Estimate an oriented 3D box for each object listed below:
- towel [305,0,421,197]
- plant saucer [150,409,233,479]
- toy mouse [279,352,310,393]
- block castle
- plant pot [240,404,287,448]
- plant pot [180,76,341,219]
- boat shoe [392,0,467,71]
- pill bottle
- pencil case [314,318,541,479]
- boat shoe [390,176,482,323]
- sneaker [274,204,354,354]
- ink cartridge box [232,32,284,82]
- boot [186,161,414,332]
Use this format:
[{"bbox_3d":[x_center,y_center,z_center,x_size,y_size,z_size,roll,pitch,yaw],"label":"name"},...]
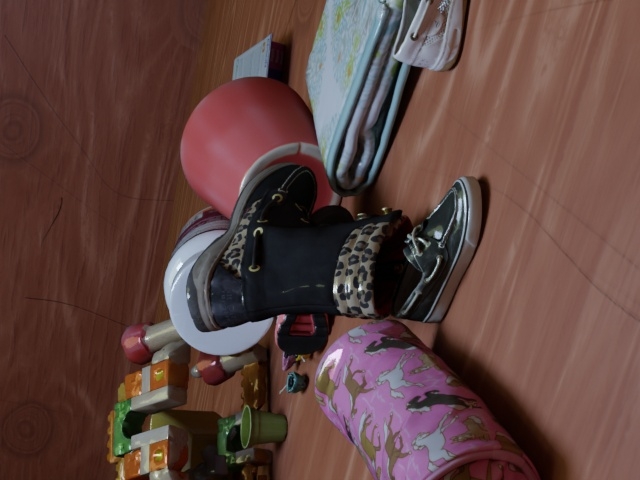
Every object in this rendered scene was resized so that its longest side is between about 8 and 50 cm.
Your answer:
[{"bbox_3d":[0.068,-0.306,1.632,0.320,0.090,0.374,-98,21,-45],"label":"towel"},{"bbox_3d":[-0.277,0.548,2.287,0.333,0.081,0.333,28,-117,-68],"label":"plant saucer"},{"bbox_3d":[-0.047,0.235,1.920,0.161,0.031,0.143,-112,32,-57],"label":"toy mouse"},{"bbox_3d":[-0.267,0.396,2.056,0.213,0.303,0.453,-22,59,34],"label":"block castle"},{"bbox_3d":[-0.109,0.366,1.999,0.083,0.079,0.083,-174,90,-72],"label":"plant pot"},{"bbox_3d":[-0.093,-0.129,1.848,0.243,0.275,0.275,49,132,54],"label":"plant pot"},{"bbox_3d":[0.147,-0.370,1.362,0.098,0.096,0.277,-167,83,-74],"label":"boat shoe"},{"bbox_3d":[-0.183,0.070,1.973,0.392,0.224,0.224,-105,23,-76],"label":"pill bottle"},{"bbox_3d":[0.111,0.230,1.195,0.386,0.167,0.160,-128,15,-67],"label":"pencil case"},{"bbox_3d":[0.144,0.016,1.294,0.078,0.070,0.219,-110,30,-55],"label":"boat shoe"},{"bbox_3d":[-0.026,0.049,1.769,0.136,0.116,0.314,-103,25,-50],"label":"sneaker"},{"bbox_3d":[-0.145,-0.284,2.349,0.330,0.071,0.324,180,96,-70],"label":"ink cartridge box"},{"bbox_3d":[0.000,0.000,1.490,0.377,0.284,0.138,-55,-44,-52],"label":"boot"}]
